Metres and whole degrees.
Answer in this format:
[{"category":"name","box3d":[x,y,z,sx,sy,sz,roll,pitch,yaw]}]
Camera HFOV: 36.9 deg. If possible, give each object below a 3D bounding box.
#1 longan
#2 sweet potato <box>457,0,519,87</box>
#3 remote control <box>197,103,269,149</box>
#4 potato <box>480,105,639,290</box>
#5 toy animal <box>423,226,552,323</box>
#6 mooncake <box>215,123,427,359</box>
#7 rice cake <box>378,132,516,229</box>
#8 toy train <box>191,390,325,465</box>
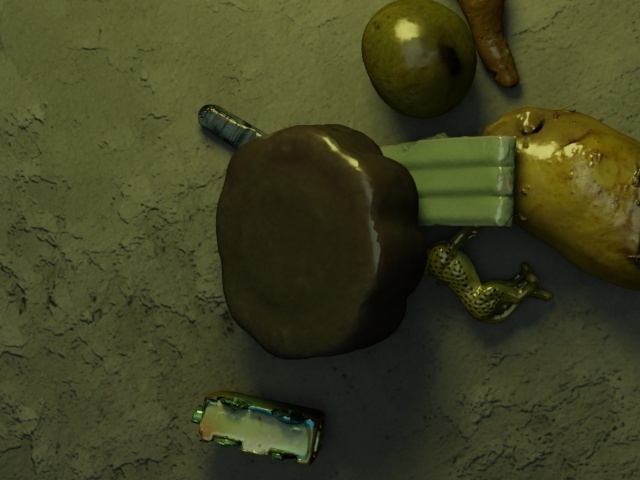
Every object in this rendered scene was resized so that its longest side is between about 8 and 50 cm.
[{"category":"longan","box3d":[0.120,-0.235,1.243,0.176,0.145,0.155,14,114,53]},{"category":"sweet potato","box3d":[0.171,-0.358,1.261,0.346,0.079,0.108,50,131,4]},{"category":"remote control","box3d":[-0.107,-0.144,1.354,0.152,0.027,0.044,31,95,7]},{"category":"potato","box3d":[0.333,-0.062,1.206,0.300,0.140,0.173,36,113,13]},{"category":"toy animal","box3d":[0.204,0.053,1.284,0.181,0.073,0.136,45,105,-2]},{"category":"mooncake","box3d":[0.000,0.000,1.241,0.306,0.154,0.306,4,97,35]},{"category":"rice cake","box3d":[0.152,-0.075,1.234,0.237,0.043,0.127,3,96,47]},{"category":"toy train","box3d":[-0.083,0.256,1.337,0.188,0.099,0.072,10,93,12]}]
